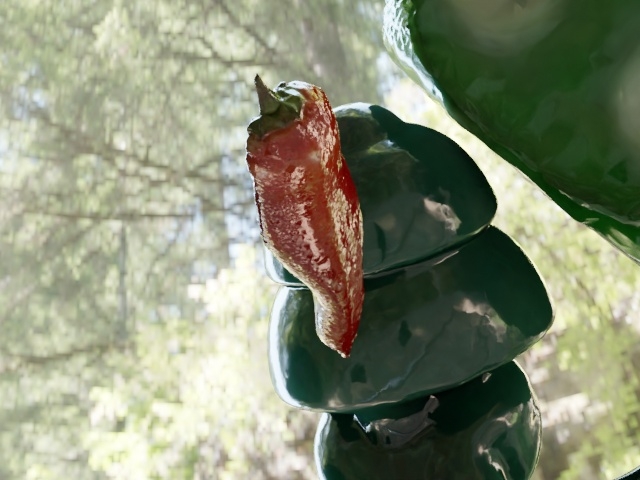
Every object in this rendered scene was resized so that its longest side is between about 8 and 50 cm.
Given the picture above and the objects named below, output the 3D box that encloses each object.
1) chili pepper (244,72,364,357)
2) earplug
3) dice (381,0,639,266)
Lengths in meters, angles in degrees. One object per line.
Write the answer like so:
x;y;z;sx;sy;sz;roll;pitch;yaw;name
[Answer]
0.000;0.000;0.627;0.027;0.045;0.178;16;-36;22;chili pepper
0.064;0.058;0.851;0.164;0.257;0.280;-22;-85;-14;earplug
0.231;-0.139;0.929;0.297;0.300;0.287;-54;-23;13;dice
